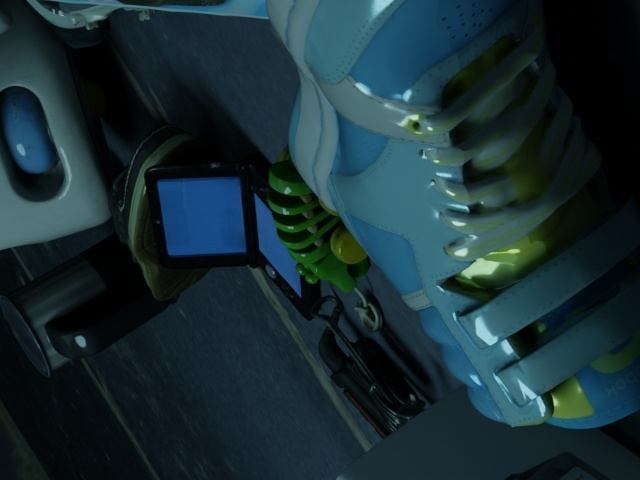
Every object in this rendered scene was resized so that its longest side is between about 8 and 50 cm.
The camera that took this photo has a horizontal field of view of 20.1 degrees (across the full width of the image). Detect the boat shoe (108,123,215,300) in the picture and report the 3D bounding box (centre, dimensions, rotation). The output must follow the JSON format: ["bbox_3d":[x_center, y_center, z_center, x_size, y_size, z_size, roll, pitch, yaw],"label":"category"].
[{"bbox_3d":[-0.125,-0.027,1.351,0.073,0.080,0.223,47,163,18],"label":"boat shoe"}]

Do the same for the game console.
[{"bbox_3d":[-0.059,0.003,1.243,0.107,0.071,0.122,49,159,28],"label":"game console"}]

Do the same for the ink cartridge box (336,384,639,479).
[{"bbox_3d":[0.163,0.237,0.951,0.306,0.131,0.226,33,148,50],"label":"ink cartridge box"}]

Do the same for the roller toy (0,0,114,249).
[{"bbox_3d":[-0.236,-0.089,1.398,0.209,0.146,0.191,77,176,-64],"label":"roller toy"}]

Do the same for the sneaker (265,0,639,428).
[{"bbox_3d":[0.082,-0.032,0.742,0.208,0.127,0.319,54,173,15],"label":"sneaker"}]

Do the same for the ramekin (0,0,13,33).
[{"bbox_3d":[-0.316,-0.224,1.148,0.273,0.127,0.273,60,178,3],"label":"ramekin"}]

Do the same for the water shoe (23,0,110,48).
[{"bbox_3d":[-0.224,-0.221,1.320,0.203,0.073,0.080,55,169,20],"label":"water shoe"}]

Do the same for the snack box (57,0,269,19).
[{"bbox_3d":[-0.102,-0.245,0.834,0.187,0.060,0.322,7,139,15],"label":"snack box"}]

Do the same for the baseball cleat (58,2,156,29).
[{"bbox_3d":[-0.123,-0.194,1.137,0.206,0.072,0.109,-1,105,63],"label":"baseball cleat"}]

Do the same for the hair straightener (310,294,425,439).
[{"bbox_3d":[0.063,0.113,1.162,0.230,0.047,0.089,53,161,29],"label":"hair straightener"}]

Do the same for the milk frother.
[{"bbox_3d":[-0.208,0.023,1.552,0.143,0.135,0.129,61,160,-7],"label":"milk frother"}]

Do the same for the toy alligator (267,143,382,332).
[{"bbox_3d":[0.000,0.000,1.118,0.056,0.051,0.189,41,154,44],"label":"toy alligator"}]
